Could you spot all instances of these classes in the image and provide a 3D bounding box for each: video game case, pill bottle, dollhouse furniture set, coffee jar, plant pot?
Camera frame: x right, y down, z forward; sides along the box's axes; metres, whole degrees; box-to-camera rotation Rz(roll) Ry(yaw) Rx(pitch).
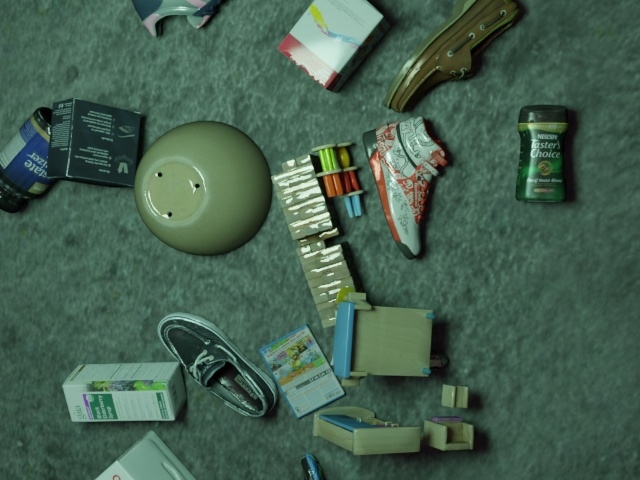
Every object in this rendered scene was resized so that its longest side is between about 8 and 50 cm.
[{"bbox_3d":[-0.039,0.275,1.735,0.119,0.015,0.166,-29,89,13],"label":"video game case"},{"bbox_3d":[-0.613,-0.166,1.752,0.123,0.123,0.219,45,102,4],"label":"pill bottle"},{"bbox_3d":[0.135,0.246,1.627,0.286,0.198,0.303,4,88,-24],"label":"dollhouse furniture set"},{"bbox_3d":[0.420,-0.165,1.568,0.096,0.079,0.184,1,95,11],"label":"coffee jar"},{"bbox_3d":[-0.258,-0.100,1.653,0.284,0.191,0.284,1,96,12],"label":"plant pot"}]

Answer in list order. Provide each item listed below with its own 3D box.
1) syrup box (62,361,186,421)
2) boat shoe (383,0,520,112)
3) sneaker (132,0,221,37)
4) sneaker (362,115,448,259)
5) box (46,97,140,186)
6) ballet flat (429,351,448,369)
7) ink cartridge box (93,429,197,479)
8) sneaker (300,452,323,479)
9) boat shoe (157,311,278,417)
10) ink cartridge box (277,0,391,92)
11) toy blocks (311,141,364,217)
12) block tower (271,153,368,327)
[{"bbox_3d":[-0.416,0.323,1.763,0.237,0.096,0.093,-3,111,11],"label":"syrup box"},{"bbox_3d":[0.249,-0.351,1.568,0.104,0.111,0.307,42,102,6],"label":"boat shoe"},{"bbox_3d":[-0.223,-0.502,1.664,0.319,0.112,0.131,-10,110,15],"label":"sneaker"},{"bbox_3d":[0.189,-0.107,1.614,0.145,0.090,0.270,-18,89,15],"label":"sneaker"},{"bbox_3d":[-0.461,-0.195,1.681,0.093,0.156,0.158,2,86,44],"label":"box"},{"bbox_3d":[0.200,0.247,1.672,0.114,0.041,0.041,-8,94,12],"label":"ballet flat"},{"bbox_3d":[-0.416,0.581,1.745,0.270,0.197,0.198,-43,87,12],"label":"ink cartridge box"},{"bbox_3d":[-0.031,0.541,1.731,0.078,0.067,0.188,0,98,5],"label":"sneaker"},{"bbox_3d":[-0.224,0.262,1.725,0.301,0.102,0.108,40,101,5],"label":"boat shoe"},{"bbox_3d":[0.029,-0.395,1.598,0.127,0.128,0.176,41,102,5],"label":"ink cartridge box"},{"bbox_3d":[0.039,-0.115,1.627,0.054,0.123,0.148,-12,93,29],"label":"toy blocks"},{"bbox_3d":[0.000,0.000,1.662,0.091,0.097,0.335,-18,90,12],"label":"block tower"}]
